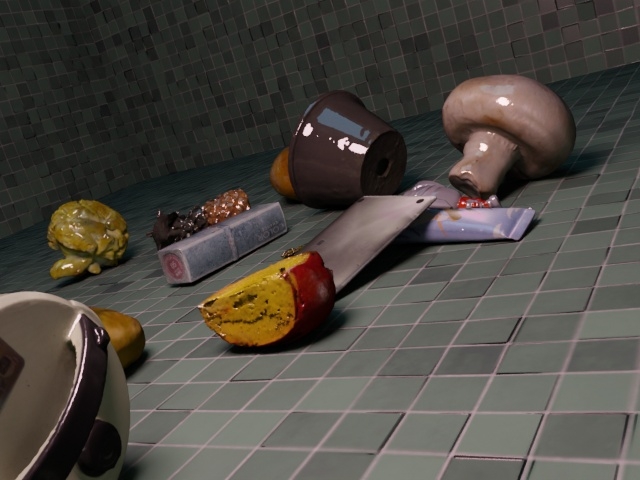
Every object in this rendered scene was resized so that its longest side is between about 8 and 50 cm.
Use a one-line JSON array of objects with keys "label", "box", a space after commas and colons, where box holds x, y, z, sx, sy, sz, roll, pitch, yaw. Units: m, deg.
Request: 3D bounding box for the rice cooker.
[{"label": "rice cooker", "box": [-0.293, 0.156, 0.597, 0.244, 0.225, 0.226, -8, 16, 23]}]

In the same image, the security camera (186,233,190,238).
[{"label": "security camera", "box": [-0.235, 0.002, 1.506, 0.092, 0.058, 0.058, -15, 13, -6]}]

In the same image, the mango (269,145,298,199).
[{"label": "mango", "box": [-0.038, -0.171, 1.793, 0.193, 0.146, 0.316, -20, 0, -17]}]

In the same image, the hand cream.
[{"label": "hand cream", "box": [0.195, -0.020, 1.087, 0.256, 0.055, 0.088, 0, 28, 35]}]

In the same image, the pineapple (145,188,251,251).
[{"label": "pineapple", "box": [-0.266, -0.038, 1.563, 0.237, 0.119, 0.111, -19, 0, -5]}]

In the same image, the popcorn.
[{"label": "popcorn", "box": [-0.554, 0.004, 1.651, 0.198, 0.212, 0.198, 14, -17, 4]}]

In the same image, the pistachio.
[{"label": "pistachio", "box": [-0.301, 0.141, 0.912, 0.110, 0.100, 0.189, -11, 13, 38]}]

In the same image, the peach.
[{"label": "peach", "box": [-0.058, 0.082, 0.880, 0.172, 0.092, 0.127, -27, 7, 6]}]

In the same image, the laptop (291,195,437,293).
[{"label": "laptop", "box": [0.036, 0.008, 1.085, 0.269, 0.015, 0.188, -41, 24, -26]}]

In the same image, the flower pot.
[{"label": "flower pot", "box": [0.076, -0.173, 1.509, 0.166, 0.268, 0.269, 25, 38, 36]}]

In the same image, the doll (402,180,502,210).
[{"label": "doll", "box": [0.209, -0.059, 1.171, 0.180, 0.079, 0.094, 2, 4, 20]}]

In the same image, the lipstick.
[{"label": "lipstick", "box": [-0.180, 0.000, 1.386, 0.076, 0.077, 0.290, -6, 16, 41]}]

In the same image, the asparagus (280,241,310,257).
[{"label": "asparagus", "box": [0.000, 0.000, 1.305, 0.166, 0.013, 0.016, -21, 3, -21]}]

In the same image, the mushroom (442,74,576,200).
[{"label": "mushroom", "box": [0.318, -0.169, 1.261, 0.244, 0.243, 0.243, -16, 13, 4]}]
